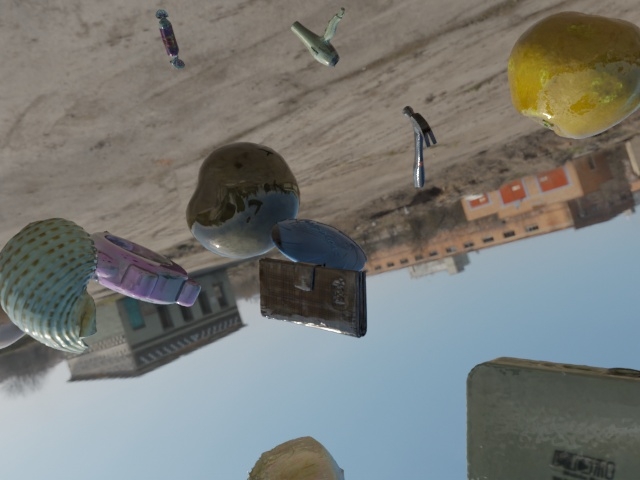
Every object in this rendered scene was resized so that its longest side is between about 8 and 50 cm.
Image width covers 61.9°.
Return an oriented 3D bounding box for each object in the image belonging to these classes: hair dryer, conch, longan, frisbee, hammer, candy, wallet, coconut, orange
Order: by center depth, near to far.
[{"bbox_3d":[-0.309,0.051,0.603,0.102,0.153,0.135,3,149,-26],"label":"conch"},{"bbox_3d":[-0.019,0.100,0.972,0.230,0.125,0.042,6,-169,37],"label":"wallet"},{"bbox_3d":[-0.039,0.468,1.014,0.194,0.195,0.194,-17,179,0],"label":"coconut"},{"bbox_3d":[0.515,-0.331,1.079,0.278,0.235,0.279,14,-164,-4],"label":"orange"},{"bbox_3d":[0.000,0.000,1.264,0.241,0.045,0.242,16,-156,-7],"label":"frisbee"},{"bbox_3d":[-0.445,-0.593,1.577,0.045,0.175,0.043,-31,-138,-26],"label":"candy"},{"bbox_3d":[0.308,-0.267,1.654,0.037,0.137,0.290,-26,142,-9],"label":"hammer"},{"bbox_3d":[-0.260,-0.136,1.816,0.404,0.405,0.336,-17,-155,-18],"label":"longan"},{"bbox_3d":[-0.015,-0.789,2.003,0.088,0.218,0.225,-45,155,-40],"label":"hair dryer"}]

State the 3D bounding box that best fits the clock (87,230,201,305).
[{"bbox_3d":[-0.391,0.061,1.114,0.247,0.090,0.227,23,179,29],"label":"clock"}]

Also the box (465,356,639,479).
[{"bbox_3d":[0.391,0.367,0.768,0.367,0.374,0.090,-3,174,43],"label":"box"}]

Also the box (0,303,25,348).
[{"bbox_3d":[-0.666,0.156,1.096,0.200,0.088,0.146,3,-143,36],"label":"box"}]
